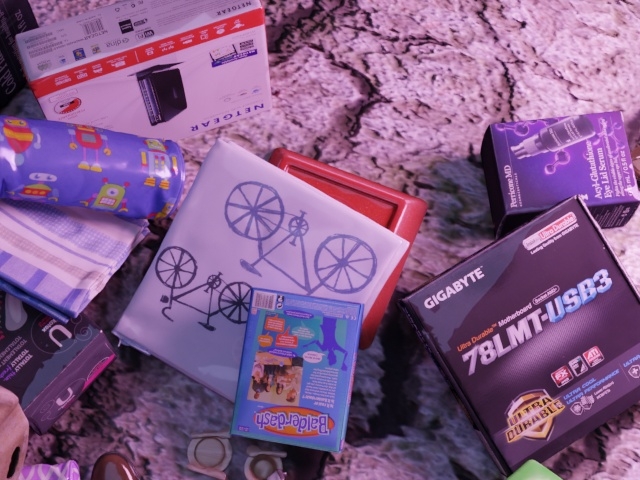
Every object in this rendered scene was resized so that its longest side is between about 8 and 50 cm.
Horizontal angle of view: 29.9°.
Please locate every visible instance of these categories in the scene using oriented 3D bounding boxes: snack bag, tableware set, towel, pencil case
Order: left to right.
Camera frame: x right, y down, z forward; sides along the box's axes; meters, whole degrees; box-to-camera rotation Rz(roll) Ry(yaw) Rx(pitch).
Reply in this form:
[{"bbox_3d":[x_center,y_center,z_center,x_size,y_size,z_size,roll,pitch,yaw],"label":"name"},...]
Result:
[{"bbox_3d":[-0.429,0.354,1.645,0.206,0.088,0.086,-11,72,-4],"label":"pencil case"},{"bbox_3d":[-0.381,-0.006,1.708,0.209,0.034,0.285,29,31,-1],"label":"towel"},{"bbox_3d":[-0.349,-0.098,1.707,0.306,0.133,0.119,6,36,-32],"label":"pencil case"},{"bbox_3d":[-0.129,0.348,1.681,0.141,0.020,0.168,11,69,5],"label":"tableware set"},{"bbox_3d":[-0.090,0.072,1.736,0.323,0.037,0.342,29,91,9],"label":"snack bag"}]

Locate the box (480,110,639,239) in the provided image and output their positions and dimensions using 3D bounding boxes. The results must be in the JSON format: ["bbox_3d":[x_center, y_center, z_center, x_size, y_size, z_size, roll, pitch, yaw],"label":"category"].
[{"bbox_3d":[0.356,-0.097,1.802,0.207,0.108,0.153,-7,70,-3],"label":"box"}]

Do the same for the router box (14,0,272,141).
[{"bbox_3d":[-0.243,-0.243,1.760,0.336,0.301,0.082,-20,70,-6],"label":"router box"}]

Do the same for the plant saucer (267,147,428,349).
[{"bbox_3d":[0.000,0.000,1.800,0.259,0.047,0.258,21,71,8],"label":"plant saucer"}]

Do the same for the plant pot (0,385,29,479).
[{"bbox_3d":[-0.557,0.240,1.527,0.306,0.334,0.333,19,70,21],"label":"plant pot"}]

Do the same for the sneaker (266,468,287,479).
[{"bbox_3d":[-0.055,0.434,1.614,0.106,0.078,0.234,-21,74,-6],"label":"sneaker"}]

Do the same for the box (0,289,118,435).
[{"bbox_3d":[-0.447,0.121,1.704,0.270,0.143,0.165,39,74,15],"label":"box"}]

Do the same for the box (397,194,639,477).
[{"bbox_3d":[0.307,0.133,1.681,0.296,0.073,0.293,-30,90,-6],"label":"box"}]

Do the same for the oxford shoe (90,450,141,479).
[{"bbox_3d":[-0.274,0.392,1.626,0.083,0.096,0.227,-10,68,-2],"label":"oxford shoe"}]

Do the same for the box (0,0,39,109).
[{"bbox_3d":[-0.680,-0.285,1.683,0.297,0.480,0.471,36,74,12],"label":"box"}]

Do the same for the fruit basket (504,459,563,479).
[{"bbox_3d":[0.271,0.523,1.499,0.392,0.283,0.392,6,54,-8],"label":"fruit basket"}]

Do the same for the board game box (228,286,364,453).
[{"bbox_3d":[-0.032,0.180,1.678,0.160,0.047,0.210,9,88,8],"label":"board game box"}]

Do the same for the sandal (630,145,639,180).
[{"bbox_3d":[0.566,-0.099,1.823,0.219,0.060,0.090,0,53,-11],"label":"sandal"}]
